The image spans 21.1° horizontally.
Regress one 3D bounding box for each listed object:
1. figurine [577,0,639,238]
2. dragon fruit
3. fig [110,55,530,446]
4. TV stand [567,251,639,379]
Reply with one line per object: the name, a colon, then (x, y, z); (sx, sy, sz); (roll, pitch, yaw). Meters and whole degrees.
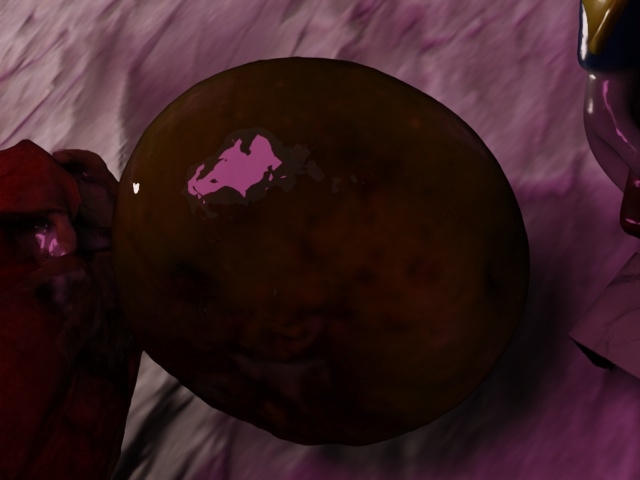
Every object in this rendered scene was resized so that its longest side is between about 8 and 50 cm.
figurine: (0.138, -0.132, 0.703); (0.204, 0.338, 0.284); (6, 94, 52)
dragon fruit: (-0.239, 0.089, 0.814); (0.342, 0.277, 0.277); (-15, 45, 17)
fig: (0.000, 0.000, 0.762); (0.181, 0.181, 0.191); (-31, 22, 16)
TV stand: (0.191, 0.073, 0.625); (0.049, 0.040, 0.256); (-50, 38, -6)
